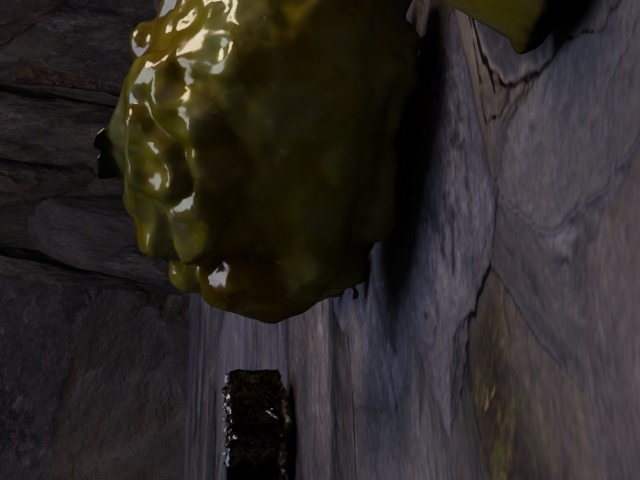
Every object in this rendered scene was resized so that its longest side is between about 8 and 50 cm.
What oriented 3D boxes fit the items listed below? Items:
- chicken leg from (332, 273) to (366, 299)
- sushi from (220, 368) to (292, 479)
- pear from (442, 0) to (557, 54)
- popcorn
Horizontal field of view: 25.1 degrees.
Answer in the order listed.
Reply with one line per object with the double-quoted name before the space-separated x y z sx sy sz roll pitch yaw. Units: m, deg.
"chicken leg" -0.001 -0.008 1.267 0.196 0.080 0.125 167 98 -74
"sushi" -0.070 0.206 1.566 0.150 0.078 0.090 -95 7 -50
"pear" 0.044 -0.229 0.706 0.267 0.178 0.267 -176 90 -86
"popcorn" -0.032 -0.089 1.045 0.252 0.215 0.286 -36 -38 -56
